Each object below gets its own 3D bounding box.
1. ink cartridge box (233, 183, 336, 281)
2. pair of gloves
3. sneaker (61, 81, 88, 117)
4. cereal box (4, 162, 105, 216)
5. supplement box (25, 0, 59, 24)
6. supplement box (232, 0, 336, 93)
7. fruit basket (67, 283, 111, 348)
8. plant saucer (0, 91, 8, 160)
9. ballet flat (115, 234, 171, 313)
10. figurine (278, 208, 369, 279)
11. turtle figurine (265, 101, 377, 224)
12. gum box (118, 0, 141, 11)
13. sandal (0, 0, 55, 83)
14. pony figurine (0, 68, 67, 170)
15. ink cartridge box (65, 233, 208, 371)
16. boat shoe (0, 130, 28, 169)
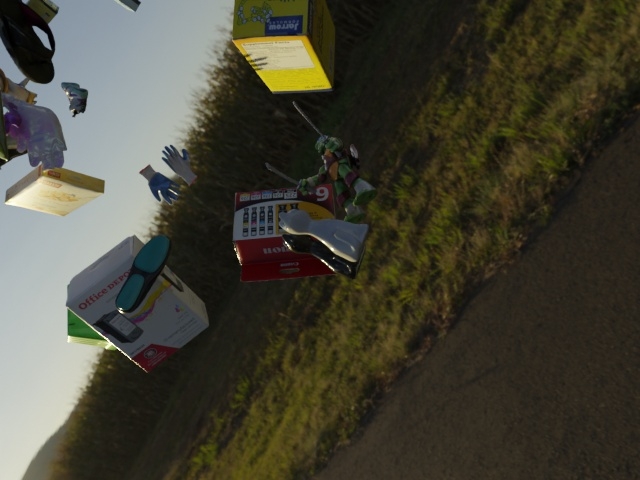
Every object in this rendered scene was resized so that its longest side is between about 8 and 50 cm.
[{"bbox_3d":[-0.103,-0.025,1.696,0.130,0.310,0.271,83,-178,-50],"label":"ink cartridge box"},{"bbox_3d":[-0.511,-0.229,1.887,0.023,0.159,0.198,2,47,54],"label":"pair of gloves"},{"bbox_3d":[-0.534,-0.301,1.193,0.098,0.038,0.069,34,122,41],"label":"sneaker"},{"bbox_3d":[-0.740,-0.136,1.535,0.240,0.173,0.047,-18,67,39],"label":"cereal box"},{"bbox_3d":[-0.933,-0.767,1.835,0.083,0.083,0.056,-39,41,14],"label":"supplement box"},{"bbox_3d":[-0.084,-0.559,1.498,0.356,0.194,0.195,30,-119,-77],"label":"supplement box"},{"bbox_3d":[-0.681,0.266,1.912,0.392,0.392,0.282,146,121,-66],"label":"fruit basket"},{"bbox_3d":[-0.567,-0.255,0.900,0.188,0.045,0.188,104,148,-52],"label":"plant saucer"},{"bbox_3d":[-0.415,0.081,1.302,0.203,0.074,0.074,-64,12,-16],"label":"ballet flat"},{"bbox_3d":[0.000,0.000,1.313,0.215,0.210,0.092,88,-159,-68],"label":"figurine"},{"bbox_3d":[0.008,-0.170,1.438,0.198,0.275,0.266,-44,61,20],"label":"turtle figurine"},{"bbox_3d":[-0.677,-0.813,1.798,0.041,0.157,0.184,-56,34,6],"label":"gum box"},{"bbox_3d":[-0.939,-0.676,1.753,0.445,0.107,0.167,87,-175,-57],"label":"sandal"},{"bbox_3d":[-0.816,-0.328,1.356,0.363,0.303,0.350,59,-160,-72],"label":"pony figurine"},{"bbox_3d":[-0.485,0.174,1.484,0.226,0.306,0.131,-37,32,2],"label":"ink cartridge box"},{"bbox_3d":[-0.970,-0.242,1.578,0.340,0.127,0.113,-39,-26,-59],"label":"boat shoe"}]
